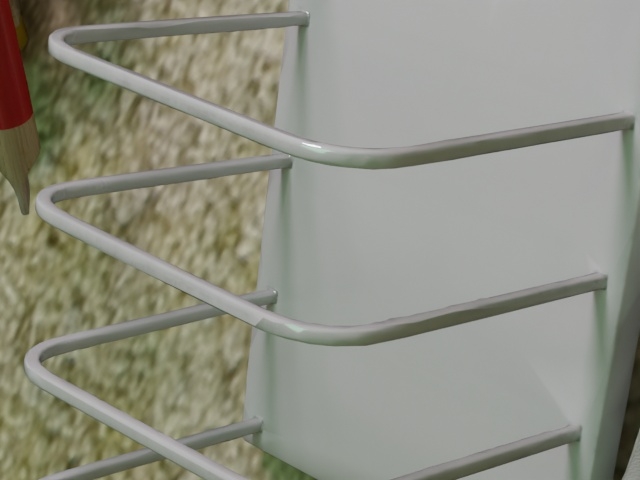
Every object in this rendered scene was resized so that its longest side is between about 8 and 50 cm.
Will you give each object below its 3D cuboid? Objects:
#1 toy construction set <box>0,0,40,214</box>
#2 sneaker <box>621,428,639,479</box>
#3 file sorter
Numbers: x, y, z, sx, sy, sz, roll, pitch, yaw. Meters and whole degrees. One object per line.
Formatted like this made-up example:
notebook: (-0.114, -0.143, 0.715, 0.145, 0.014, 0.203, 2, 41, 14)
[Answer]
toy construction set: (-0.220, -0.101, 0.936, 0.309, 0.257, 0.237, 46, 152, 44)
sneaker: (0.197, 0.013, 0.700, 0.110, 0.118, 0.292, 28, 97, 33)
file sorter: (0.000, 0.000, 0.732, 0.193, 0.173, 0.277, 23, 114, 40)
